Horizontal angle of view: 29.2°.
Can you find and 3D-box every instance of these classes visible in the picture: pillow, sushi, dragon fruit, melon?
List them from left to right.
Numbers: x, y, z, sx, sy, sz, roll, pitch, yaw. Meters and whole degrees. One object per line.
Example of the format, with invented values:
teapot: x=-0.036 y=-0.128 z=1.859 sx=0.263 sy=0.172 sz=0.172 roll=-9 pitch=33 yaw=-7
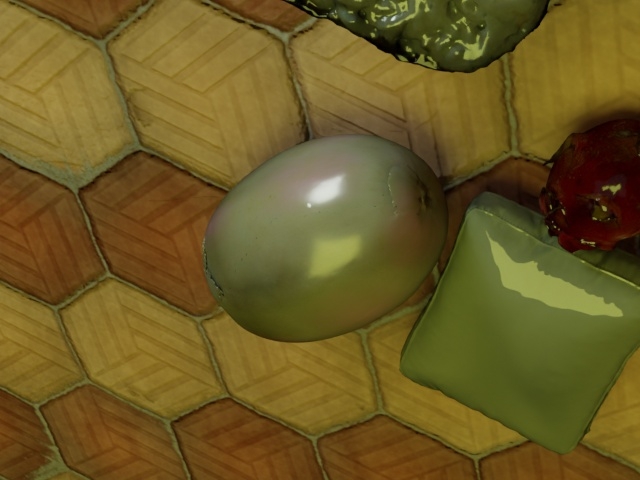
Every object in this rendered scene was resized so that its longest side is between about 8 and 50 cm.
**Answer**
melon: x=0.000 y=0.000 z=1.419 sx=0.317 sy=0.223 sz=0.223 roll=-22 pitch=116 yaw=38
sushi: x=0.069 y=-0.314 z=1.145 sx=0.348 sy=0.207 sz=0.234 roll=30 pitch=123 yaw=-8
pillow: x=0.246 y=0.106 z=1.462 sx=0.255 sy=0.120 sz=0.322 roll=25 pitch=136 yaw=7
dragon fruit: x=0.337 y=-0.078 z=1.279 sx=0.246 sy=0.125 sz=0.125 roll=-25 pitch=143 yaw=23
